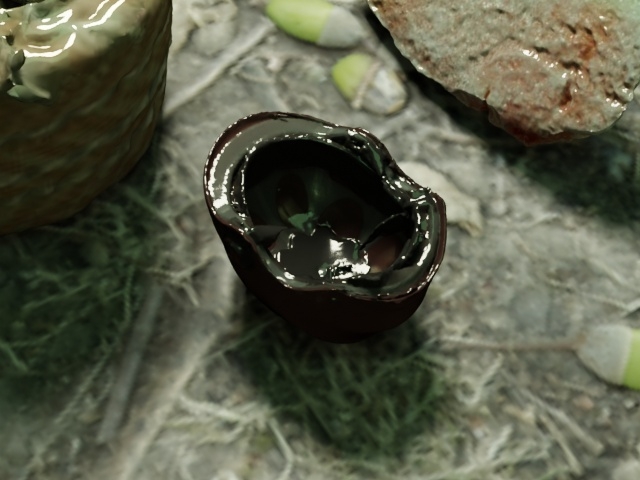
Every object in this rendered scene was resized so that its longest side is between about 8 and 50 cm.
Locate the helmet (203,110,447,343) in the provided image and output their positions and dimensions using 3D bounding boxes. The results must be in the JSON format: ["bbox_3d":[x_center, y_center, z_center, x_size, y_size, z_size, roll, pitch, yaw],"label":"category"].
[{"bbox_3d":[0.000,0.000,0.708,0.123,0.070,0.098,36,56,22],"label":"helmet"}]

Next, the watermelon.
[{"bbox_3d":[0.099,-0.115,0.792,0.180,0.081,0.094,34,77,31],"label":"watermelon"}]

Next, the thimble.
[{"bbox_3d":[-0.186,-0.114,0.709,0.229,0.148,0.196,19,59,2],"label":"thimble"}]
